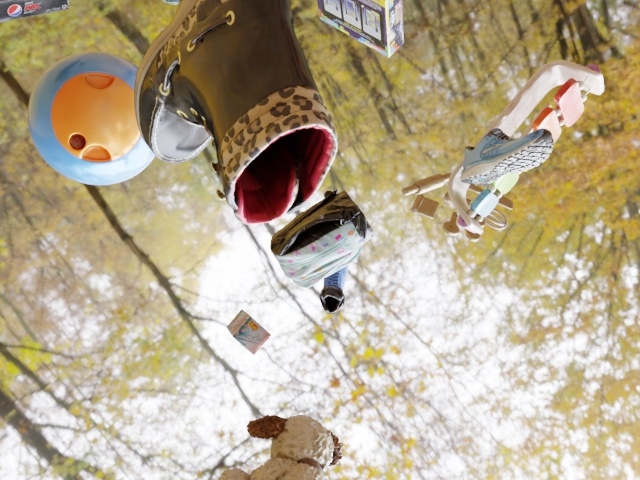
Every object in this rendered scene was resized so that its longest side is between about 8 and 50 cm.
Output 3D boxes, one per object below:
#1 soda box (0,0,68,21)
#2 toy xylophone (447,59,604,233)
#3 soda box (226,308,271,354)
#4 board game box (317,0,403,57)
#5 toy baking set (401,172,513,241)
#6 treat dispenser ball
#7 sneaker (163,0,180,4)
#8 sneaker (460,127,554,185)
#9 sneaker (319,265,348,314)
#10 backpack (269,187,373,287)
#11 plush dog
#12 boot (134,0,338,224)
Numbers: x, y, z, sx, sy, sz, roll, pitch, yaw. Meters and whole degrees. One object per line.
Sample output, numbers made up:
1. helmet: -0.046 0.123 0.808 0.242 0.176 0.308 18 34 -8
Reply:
1. soda box: -0.604 -0.493 1.529 0.168 0.060 0.053 -22 156 -30
2. toy xylophone: 0.329 -0.155 1.225 0.323 0.081 0.236 -54 160 18
3. soda box: -0.157 0.195 1.623 0.058 0.063 0.183 -49 -172 -8
4. board game box: 0.067 -0.420 1.326 0.170 0.141 0.048 36 -110 23
5. toy baking set: 0.300 -0.076 1.632 0.256 0.030 0.197 -24 -120 -40
6. treat dispenser ball: -0.485 -0.264 1.637 0.288 0.288 0.288 -24 -155 12
7. sneaker: -0.179 -0.458 1.065 0.150 0.135 0.366 -38 -152 31
8. sneaker: 0.263 -0.135 1.094 0.063 0.073 0.162 8 163 -36
9. sneaker: 0.032 0.091 1.680 0.058 0.152 0.085 9 -161 -2
10. backpack: 0.000 0.000 1.389 0.182 0.115 0.152 -33 -160 0
11. plush dog: -0.050 0.464 1.519 0.210 0.262 0.226 -22 -131 45
12. boot: -0.117 -0.147 0.941 0.138 0.284 0.377 1 147 -36
